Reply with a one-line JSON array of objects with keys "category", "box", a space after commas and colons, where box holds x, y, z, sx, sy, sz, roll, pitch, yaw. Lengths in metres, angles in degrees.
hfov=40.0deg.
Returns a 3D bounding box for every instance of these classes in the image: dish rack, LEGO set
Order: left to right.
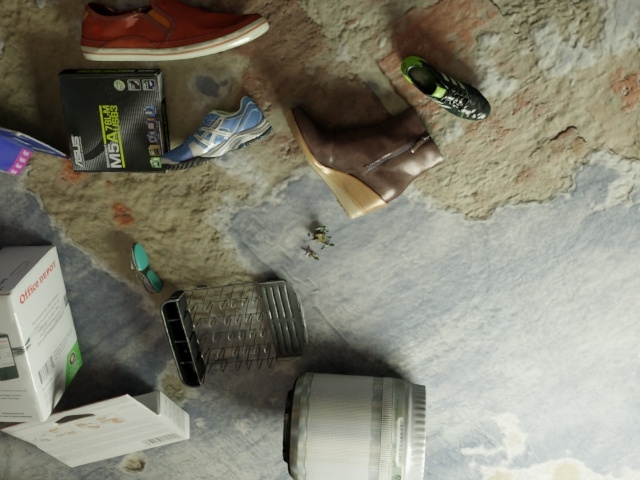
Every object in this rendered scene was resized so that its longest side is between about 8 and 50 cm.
[{"category": "dish rack", "box": [-0.165, 0.180, 1.761, 0.272, 0.074, 0.208, -7, 116, 9]}, {"category": "LEGO set", "box": [-0.003, 0.000, 1.687, 0.054, 0.023, 0.083, 40, 127, -11]}]

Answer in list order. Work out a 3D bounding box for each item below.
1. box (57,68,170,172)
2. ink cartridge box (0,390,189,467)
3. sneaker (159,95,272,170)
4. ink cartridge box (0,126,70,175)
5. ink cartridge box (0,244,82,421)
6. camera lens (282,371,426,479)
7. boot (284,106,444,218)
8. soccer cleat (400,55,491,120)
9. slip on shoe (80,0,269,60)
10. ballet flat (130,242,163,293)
[{"category": "box", "box": [-0.372, -0.217, 1.603, 0.184, 0.045, 0.190, 1, 116, 3]}, {"category": "ink cartridge box", "box": [-0.462, 0.376, 1.827, 0.296, 0.066, 0.261, -16, 144, 13]}, {"category": "sneaker", "box": [-0.196, -0.189, 1.583, 0.211, 0.080, 0.081, -24, 103, 2]}, {"category": "ink cartridge box", "box": [-0.635, -0.172, 1.505, 0.330, 0.324, 0.071, 15, 88, -1]}, {"category": "ink cartridge box", "box": [-0.585, 0.178, 1.729, 0.122, 0.211, 0.289, -1, 115, 9]}, {"category": "camera lens", "box": [0.068, 0.379, 1.751, 0.274, 0.219, 0.219, 3, 116, 5]}, {"category": "boot", "box": [0.077, -0.181, 1.568, 0.207, 0.090, 0.248, -35, 107, 8]}, {"category": "soccer cleat", "box": [0.214, -0.254, 1.506, 0.179, 0.072, 0.060, 30, 115, -9]}, {"category": "slip on shoe", "box": [-0.252, -0.364, 1.483, 0.331, 0.123, 0.101, 1, 112, 11]}, {"category": "ballet flat", "box": [-0.355, 0.058, 1.742, 0.041, 0.041, 0.114, -19, 112, 15]}]
